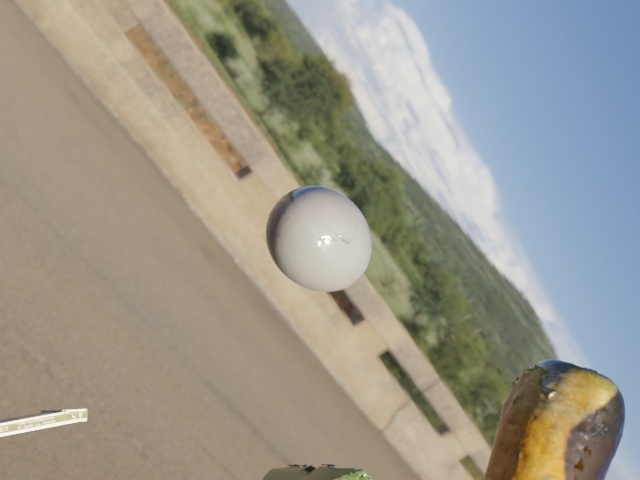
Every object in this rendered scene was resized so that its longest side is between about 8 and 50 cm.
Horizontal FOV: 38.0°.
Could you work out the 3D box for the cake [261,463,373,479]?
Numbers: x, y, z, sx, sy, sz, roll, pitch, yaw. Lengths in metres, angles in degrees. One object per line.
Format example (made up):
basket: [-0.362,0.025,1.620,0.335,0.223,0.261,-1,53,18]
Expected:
cake: [-0.015,0.522,1.697,0.284,0.172,0.158,-20,-71,48]

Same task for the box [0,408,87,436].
box: [-0.546,0.337,1.718,0.198,0.109,0.029,-5,85,-40]

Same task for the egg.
egg: [0.000,0.000,1.370,0.199,0.146,0.146,41,16,-56]

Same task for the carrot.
carrot: [0.433,0.401,1.744,0.224,0.340,0.224,20,-13,5]
